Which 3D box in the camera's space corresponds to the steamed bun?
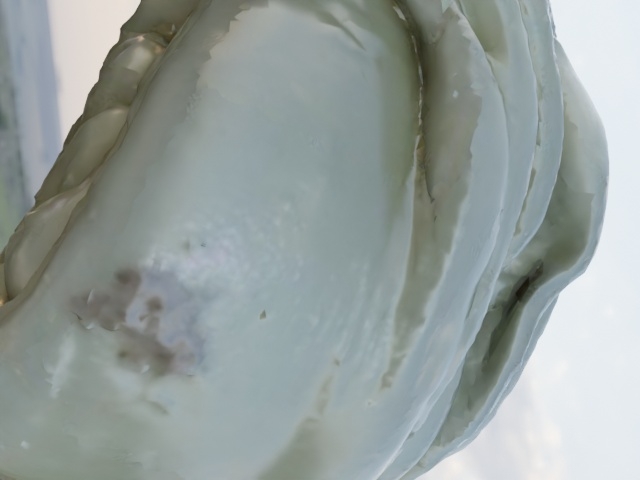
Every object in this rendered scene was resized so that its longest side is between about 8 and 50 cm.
[{"bbox_3d":[0.004,-0.009,0.694,0.310,0.219,0.324,-65,-174,-15],"label":"steamed bun"}]
